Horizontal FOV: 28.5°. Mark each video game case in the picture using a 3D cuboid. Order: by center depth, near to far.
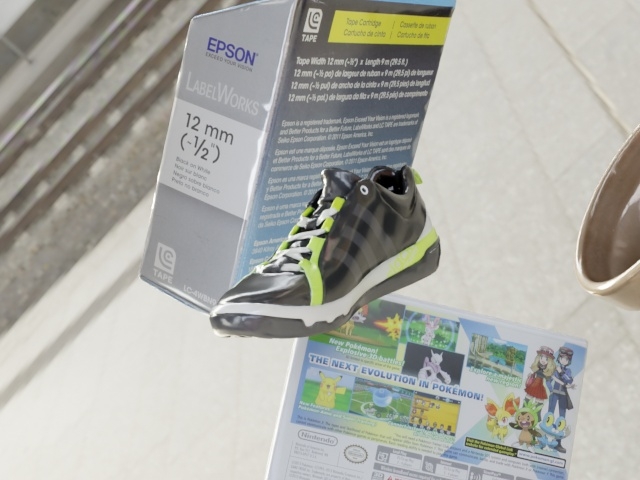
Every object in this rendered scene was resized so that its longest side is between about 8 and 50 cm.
[{"bbox_3d":[0.115,0.218,1.389,0.036,0.329,0.300,120,163,-74],"label":"video game case"}]

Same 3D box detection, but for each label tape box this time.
[{"bbox_3d":[-0.010,-0.122,1.108,0.249,0.115,0.348,-12,-61,-55],"label":"label tape box"}]

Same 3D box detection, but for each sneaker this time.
[{"bbox_3d":[0.000,0.000,0.880,0.084,0.097,0.234,-3,13,36],"label":"sneaker"}]

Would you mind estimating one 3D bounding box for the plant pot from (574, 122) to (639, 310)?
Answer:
[{"bbox_3d":[0.445,-0.006,1.392,0.263,0.229,0.263,-57,12,19],"label":"plant pot"}]
